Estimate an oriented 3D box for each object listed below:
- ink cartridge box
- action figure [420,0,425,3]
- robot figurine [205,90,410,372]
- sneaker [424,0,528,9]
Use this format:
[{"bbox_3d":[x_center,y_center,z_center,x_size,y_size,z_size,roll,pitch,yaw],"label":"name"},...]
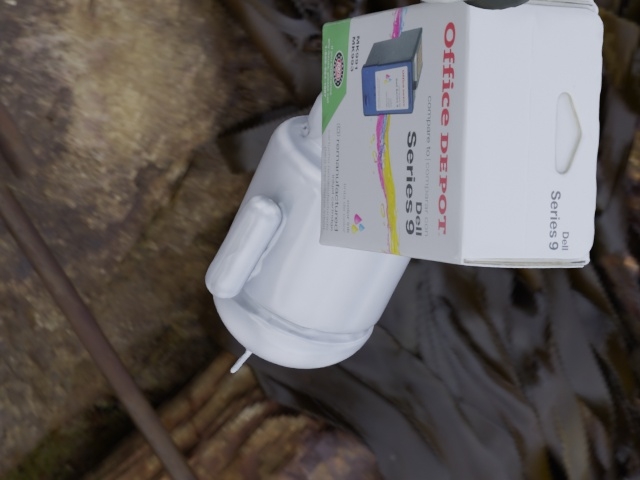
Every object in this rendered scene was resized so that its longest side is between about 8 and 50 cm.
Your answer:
[{"bbox_3d":[0.079,-0.067,0.915,0.093,0.212,0.154,0,94,-24],"label":"ink cartridge box"},{"bbox_3d":[0.142,-0.310,1.464,0.141,0.164,0.275,7,84,-62],"label":"action figure"},{"bbox_3d":[0.000,0.000,1.672,0.300,0.200,0.353,-3,128,-44],"label":"robot figurine"},{"bbox_3d":[-0.029,-0.278,0.568,0.182,0.158,0.410,-16,87,-32],"label":"sneaker"}]
